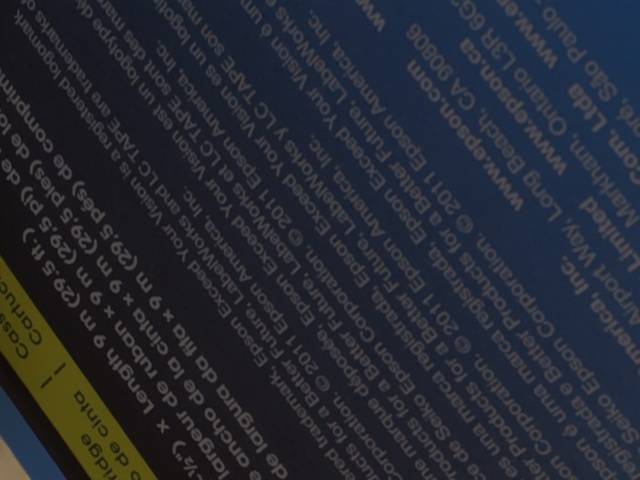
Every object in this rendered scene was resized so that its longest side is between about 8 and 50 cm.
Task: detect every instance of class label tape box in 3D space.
[{"bbox_3d":[0.000,0.000,0.522,0.249,0.347,0.115,53,-140,8],"label":"label tape box"}]
